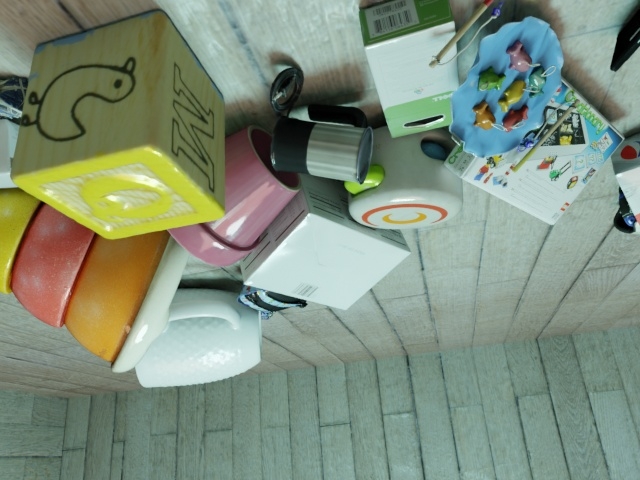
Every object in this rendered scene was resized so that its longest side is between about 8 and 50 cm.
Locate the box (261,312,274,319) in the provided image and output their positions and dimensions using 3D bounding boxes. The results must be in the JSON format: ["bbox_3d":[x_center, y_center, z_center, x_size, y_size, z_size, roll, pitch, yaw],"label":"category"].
[{"bbox_3d":[-0.169,0.202,1.653,0.054,0.059,0.169,4,155,-22],"label":"box"}]

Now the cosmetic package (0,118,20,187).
[{"bbox_3d":[-0.541,-0.120,0.762,0.231,0.086,0.117,-5,179,-3],"label":"cosmetic package"}]

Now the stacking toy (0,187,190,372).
[{"bbox_3d":[-0.482,-0.001,0.912,0.479,0.351,0.350,24,147,-18],"label":"stacking toy"}]

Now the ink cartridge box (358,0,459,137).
[{"bbox_3d":[0.128,-0.230,0.707,0.108,0.062,0.209,-12,156,13],"label":"ink cartridge box"}]

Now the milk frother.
[{"bbox_3d":[0.001,-0.162,0.741,0.134,0.129,0.143,10,168,15],"label":"milk frother"}]

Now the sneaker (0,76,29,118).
[{"bbox_3d":[-0.425,-0.192,0.711,0.135,0.052,0.058,14,161,-22],"label":"sneaker"}]

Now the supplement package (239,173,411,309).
[{"bbox_3d":[0.000,0.000,1.008,0.261,0.145,0.204,20,127,-38],"label":"supplement package"}]

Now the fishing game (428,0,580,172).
[{"bbox_3d":[0.249,-0.190,0.678,0.189,0.041,0.264,-47,132,6],"label":"fishing game"}]

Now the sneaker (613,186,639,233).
[{"bbox_3d":[0.756,-0.078,1.110,0.182,0.128,0.315,0,158,-17],"label":"sneaker"}]

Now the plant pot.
[{"bbox_3d":[-0.139,-0.086,0.853,0.180,0.201,0.201,-34,147,22],"label":"plant pot"}]

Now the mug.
[{"bbox_3d":[-0.335,0.251,1.462,0.327,0.276,0.374,-2,153,-5],"label":"mug"}]

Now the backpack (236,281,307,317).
[{"bbox_3d":[-0.140,0.130,1.419,0.158,0.117,0.173,-18,154,29],"label":"backpack"}]

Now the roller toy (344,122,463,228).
[{"bbox_3d":[0.142,-0.109,0.889,0.191,0.146,0.209,-2,166,9],"label":"roller toy"}]

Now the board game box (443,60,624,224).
[{"bbox_3d":[0.356,-0.147,0.844,0.305,0.053,0.193,17,115,-40],"label":"board game box"}]

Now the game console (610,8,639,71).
[{"bbox_3d":[0.440,-0.278,0.658,0.071,0.107,0.122,24,156,5],"label":"game console"}]

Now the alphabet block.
[{"bbox_3d":[-0.244,-0.136,0.678,0.192,0.197,0.193,-11,156,13],"label":"alphabet block"}]

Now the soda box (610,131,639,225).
[{"bbox_3d":[0.651,-0.074,0.998,0.091,0.098,0.286,-21,127,35],"label":"soda box"}]
